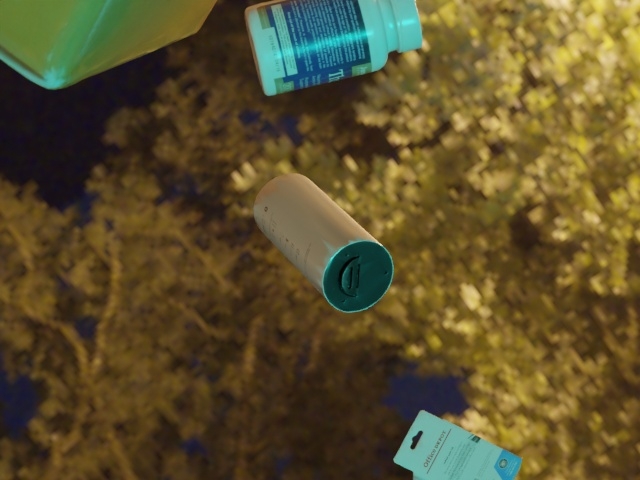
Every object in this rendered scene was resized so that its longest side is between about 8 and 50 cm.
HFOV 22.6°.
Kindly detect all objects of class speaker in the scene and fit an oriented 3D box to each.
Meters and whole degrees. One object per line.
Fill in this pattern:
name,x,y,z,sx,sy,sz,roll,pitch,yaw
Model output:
speaker,0.000,0.000,1.143,0.055,0.055,0.136,-39,-148,-5

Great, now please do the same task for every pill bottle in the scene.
pill bottle,0.010,-0.149,1.155,0.120,0.067,0.067,-14,-161,-3

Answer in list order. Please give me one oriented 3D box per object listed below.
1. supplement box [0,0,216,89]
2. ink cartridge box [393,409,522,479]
supplement box,-0.007,-0.144,0.291,0.233,0.080,0.078,-57,173,24
ink cartridge box,0.100,0.166,1.178,0.048,0.083,0.028,-59,165,-20
